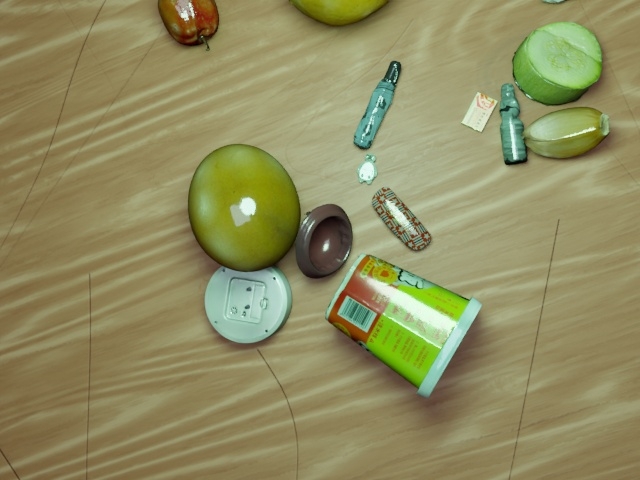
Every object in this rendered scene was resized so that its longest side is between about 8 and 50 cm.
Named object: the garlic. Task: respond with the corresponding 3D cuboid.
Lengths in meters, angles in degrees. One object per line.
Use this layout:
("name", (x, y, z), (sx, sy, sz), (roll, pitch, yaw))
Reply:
("garlic", (0.609, -0.264, 1.426), (0.207, 0.128, 0.115), (-10, 127, 14))

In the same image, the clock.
("clock", (-0.195, 0.162, 1.534), (0.231, 0.083, 0.230), (0, 89, 7))

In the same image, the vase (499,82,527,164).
("vase", (0.496, -0.305, 1.466), (0.060, 0.060, 0.211), (-6, 86, 8))

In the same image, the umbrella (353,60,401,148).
("umbrella", (0.155, -0.365, 1.523), (0.053, 0.052, 0.250), (24, 92, 43))

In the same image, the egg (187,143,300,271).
("egg", (-0.195, -0.086, 1.439), (0.283, 0.282, 0.351), (-26, 58, 6))

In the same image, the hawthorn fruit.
("hawthorn fruit", (-0.352, -0.607, 1.557), (0.157, 0.157, 0.193), (-27, 91, 6))

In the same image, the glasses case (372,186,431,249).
("glasses case", (0.211, -0.056, 1.500), (0.073, 0.049, 0.194), (-41, 83, 5))

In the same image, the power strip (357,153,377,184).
("power strip", (0.128, -0.195, 1.527), (0.055, 0.035, 0.083), (14, 92, 9))

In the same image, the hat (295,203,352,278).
("hat", (0.000, 0.000, 1.478), (0.089, 0.206, 0.205), (21, 91, 46))

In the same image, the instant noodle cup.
("instant noodle cup", (0.197, 0.190, 1.398), (0.308, 0.294, 0.293), (30, 92, 15))

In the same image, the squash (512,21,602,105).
("squash", (0.608, -0.463, 1.429), (0.220, 0.133, 0.220), (-1, 81, 6))

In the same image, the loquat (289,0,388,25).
("loquat", (0.051, -0.705, 1.423), (0.329, 0.328, 0.328), (0, 87, 8))

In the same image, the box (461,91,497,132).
("box", (0.422, -0.340, 1.500), (0.058, 0.015, 0.093), (28, 92, 10))

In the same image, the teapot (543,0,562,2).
("teapot", (0.612, -0.735, 1.444), (0.178, 0.221, 0.163), (-31, 44, 15))
